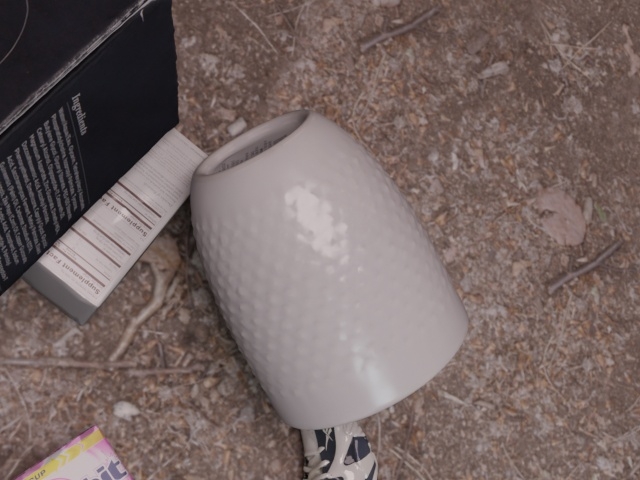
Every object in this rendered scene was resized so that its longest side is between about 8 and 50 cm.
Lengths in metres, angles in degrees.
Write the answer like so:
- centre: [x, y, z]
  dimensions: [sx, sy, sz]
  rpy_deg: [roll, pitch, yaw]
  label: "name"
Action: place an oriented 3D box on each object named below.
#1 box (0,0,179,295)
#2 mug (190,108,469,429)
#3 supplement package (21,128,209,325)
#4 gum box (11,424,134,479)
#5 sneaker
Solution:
- centre: [-0.489, -0.183, 1.383]
  dimensions: [0.480, 0.297, 0.472]
  rpy_deg: [37, 68, 14]
  label: "box"
- centre: [0.000, 0.000, 1.585]
  dimensions: [0.276, 0.374, 0.328]
  rpy_deg: [-22, 109, 19]
  label: "mug"
- centre: [-0.268, -0.034, 1.581]
  dimensions: [0.134, 0.139, 0.244]
  rpy_deg: [39, 68, -6]
  label: "supplement package"
- centre: [-0.325, 0.322, 1.516]
  dimensions: [0.188, 0.062, 0.107]
  rpy_deg: [-34, 90, -23]
  label: "gum box"
- centre: [-0.003, 0.321, 1.614]
  dimensions: [0.153, 0.094, 0.235]
  rpy_deg: [-33, 100, -32]
  label: "sneaker"
